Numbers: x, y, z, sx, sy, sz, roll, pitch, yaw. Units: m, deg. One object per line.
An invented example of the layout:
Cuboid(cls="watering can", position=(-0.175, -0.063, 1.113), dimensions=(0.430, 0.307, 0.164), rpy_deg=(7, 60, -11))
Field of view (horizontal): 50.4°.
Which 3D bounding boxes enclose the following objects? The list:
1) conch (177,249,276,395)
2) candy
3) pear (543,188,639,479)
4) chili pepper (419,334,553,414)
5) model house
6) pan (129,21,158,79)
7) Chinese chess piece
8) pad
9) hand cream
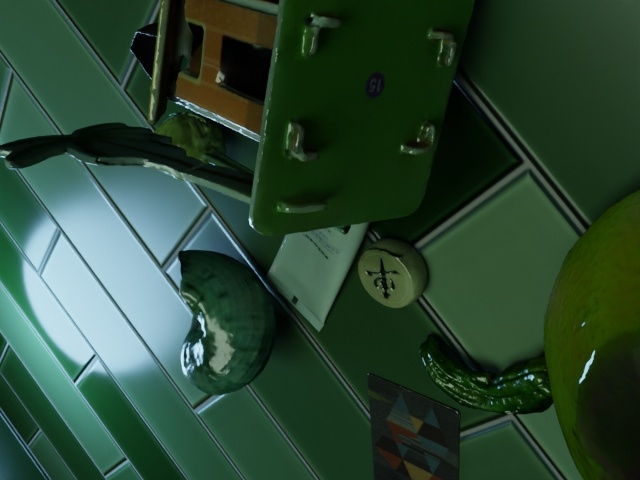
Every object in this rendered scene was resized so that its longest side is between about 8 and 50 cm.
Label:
Cuboid(cls="conch", position=(-0.134, 0.125, 0.979), dimensions=(0.202, 0.134, 0.196), rpy_deg=(100, 164, -44))
Cuboid(cls="candy", position=(-0.088, -0.076, 0.805), dimensions=(0.336, 0.093, 0.092), rpy_deg=(29, 90, 38))
Cuboid(cls="pear", position=(0.337, 0.138, 0.490), dimensions=(0.399, 0.165, 0.398), rpy_deg=(19, 124, 31))
Cuboid(cls="chili pepper", position=(0.188, 0.151, 0.748), dimensions=(0.182, 0.050, 0.073), rpy_deg=(0, 122, 46))
Cuboid(cls="model house", position=(-0.095, -0.196, 0.582), dimensions=(0.324, 0.340, 0.300), rpy_deg=(31, 119, 42))
Cuboid(cls="pan", position=(-0.136, -0.191, 0.837), dimensions=(0.202, 0.048, 0.128), rpy_deg=(41, 162, -14))
Cuboid(cls="Chinese chess piece", position=(0.083, 0.038, 0.786), dimensions=(0.084, 0.034, 0.084), rpy_deg=(24, 130, 31))
Cuboid(cls="pad", position=(0.125, 0.286, 0.925), dimensions=(0.143, 0.003, 0.211), rpy_deg=(17, 126, 36))
Cuboid(cls="hand cream", position=(0.000, 0.000, 0.831), dimensions=(0.109, 0.067, 0.320), rpy_deg=(42, 141, 14))
